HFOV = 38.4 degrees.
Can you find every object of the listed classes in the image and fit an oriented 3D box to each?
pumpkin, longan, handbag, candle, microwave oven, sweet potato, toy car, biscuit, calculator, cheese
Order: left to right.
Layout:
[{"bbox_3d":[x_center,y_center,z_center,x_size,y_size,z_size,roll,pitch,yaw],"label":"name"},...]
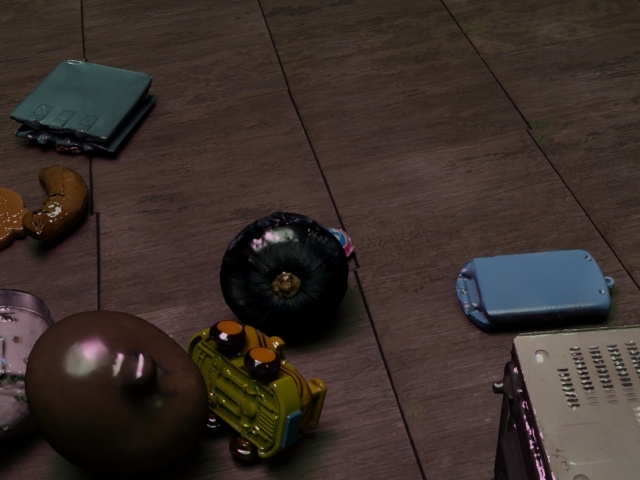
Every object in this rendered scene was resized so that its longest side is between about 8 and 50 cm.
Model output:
[{"bbox_3d":[-0.694,-0.039,1.956,0.170,0.050,0.170,2,49,-2],"label":"biscuit"},{"bbox_3d":[-0.536,0.243,1.535,0.187,0.187,0.330,-12,44,-7],"label":"candle"},{"bbox_3d":[-0.557,-0.084,1.956,0.124,0.098,0.310,-1,33,-8],"label":"sweet potato"},{"bbox_3d":[-0.562,-0.314,2.209,0.269,0.100,0.274,11,46,12],"label":"handbag"},{"bbox_3d":[-0.315,0.235,1.429,0.300,0.300,0.243,2,59,8],"label":"longan"},{"bbox_3d":[-0.105,0.235,1.505,0.248,0.200,0.142,34,33,33],"label":"toy car"},{"bbox_3d":[-0.066,0.063,1.652,0.233,0.233,0.163,-11,18,-6],"label":"pumpkin"},{"bbox_3d":[0.000,0.000,1.845,0.145,0.038,0.095,19,48,24],"label":"cheese"},{"bbox_3d":[0.398,0.088,1.699,0.293,0.051,0.173,-5,41,0],"label":"calculator"},{"bbox_3d":[0.350,0.349,1.165,0.247,0.394,0.333,-6,42,-1],"label":"microwave oven"}]
